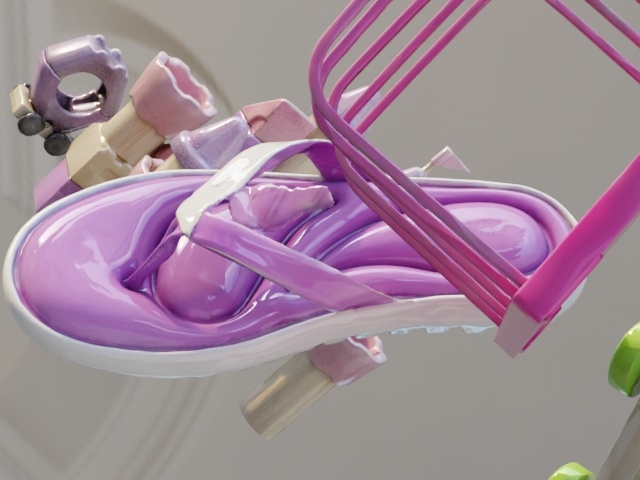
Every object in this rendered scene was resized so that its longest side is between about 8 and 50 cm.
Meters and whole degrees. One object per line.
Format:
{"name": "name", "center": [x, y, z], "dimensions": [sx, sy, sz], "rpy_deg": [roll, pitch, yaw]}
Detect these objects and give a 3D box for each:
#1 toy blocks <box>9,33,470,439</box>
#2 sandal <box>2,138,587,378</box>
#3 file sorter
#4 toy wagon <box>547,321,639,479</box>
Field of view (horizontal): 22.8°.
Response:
{"name": "toy blocks", "center": [-0.062, -0.060, 1.315], "dimensions": [0.288, 0.260, 0.309], "rpy_deg": [38, 16, -35]}
{"name": "sandal", "center": [-0.006, -0.011, 1.059], "dimensions": [0.102, 0.416, 0.169], "rpy_deg": [108, -33, -42]}
{"name": "file sorter", "center": [0.116, -0.075, 0.904], "dimensions": [0.182, 0.202, 0.291], "rpy_deg": [42, -3, 8]}
{"name": "toy wagon", "center": [0.275, 0.226, 1.088], "dimensions": [0.267, 0.068, 0.344], "rpy_deg": [32, -80, 33]}
